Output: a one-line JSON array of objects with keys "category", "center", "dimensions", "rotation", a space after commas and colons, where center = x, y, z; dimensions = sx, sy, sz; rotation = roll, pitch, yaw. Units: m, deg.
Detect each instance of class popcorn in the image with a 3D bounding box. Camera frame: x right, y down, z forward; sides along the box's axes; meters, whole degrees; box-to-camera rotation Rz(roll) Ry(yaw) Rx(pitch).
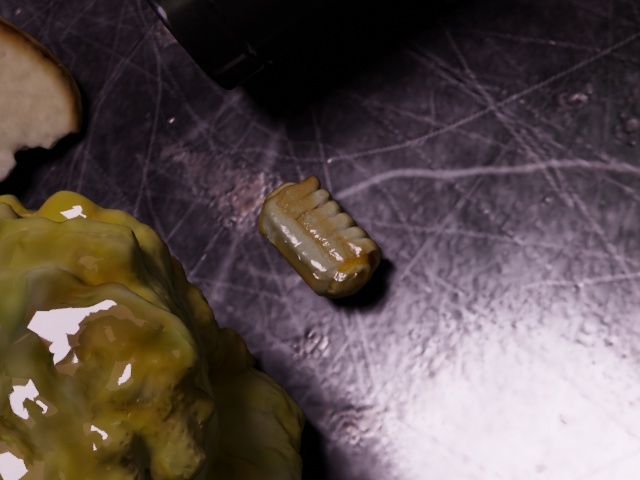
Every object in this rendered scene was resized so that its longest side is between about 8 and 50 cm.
[{"category": "popcorn", "center": [-0.143, 0.108, 0.706], "dimensions": [0.293, 0.237, 0.293], "rotation": [-8, 58, 13]}]

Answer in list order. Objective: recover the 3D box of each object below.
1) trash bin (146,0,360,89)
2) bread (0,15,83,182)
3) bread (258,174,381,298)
[{"category": "trash bin", "center": [0.011, -0.258, 0.828], "dimensions": [0.301, 0.203, 0.252], "rotation": [-33, 15, 7]}, {"category": "bread", "center": [-0.313, -0.117, 0.901], "dimensions": [0.224, 0.211, 0.184], "rotation": [29, 79, 33]}, {"category": "bread", "center": [0.000, 0.000, 0.811], "dimensions": [0.049, 0.034, 0.088], "rotation": [-38, 60, -13]}]
